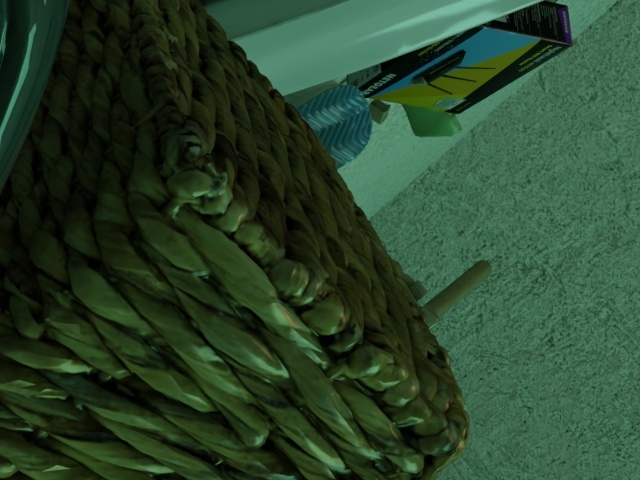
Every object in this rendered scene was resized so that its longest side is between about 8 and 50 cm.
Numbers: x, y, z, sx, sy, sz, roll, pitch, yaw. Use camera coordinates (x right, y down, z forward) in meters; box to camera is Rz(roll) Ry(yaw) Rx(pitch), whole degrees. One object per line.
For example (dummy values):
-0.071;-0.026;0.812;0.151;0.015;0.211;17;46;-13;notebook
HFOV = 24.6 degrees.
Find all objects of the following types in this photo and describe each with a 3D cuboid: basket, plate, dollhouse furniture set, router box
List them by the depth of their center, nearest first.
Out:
-0.090;0.039;0.649;0.223;0.213;0.299;-39;-152;8;basket
0.033;-0.157;0.967;0.278;0.045;0.277;-19;177;7;plate
0.125;-0.175;1.356;0.133;0.046;0.179;6;161;-29;router box
0.065;-0.130;1.533;0.151;0.076;0.058;0;-148;41;dollhouse furniture set

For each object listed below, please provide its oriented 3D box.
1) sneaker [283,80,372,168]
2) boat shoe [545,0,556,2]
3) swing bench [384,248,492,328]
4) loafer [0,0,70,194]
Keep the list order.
-0.075;-0.066;1.160;0.228;0.087;0.092;-21;-157;-24;sneaker
0.176;-0.245;1.425;0.233;0.084;0.079;-34;-177;44;boat shoe
0.000;0.000;1.378;0.165;0.253;0.254;-39;175;20;swing bench
-0.140;0.001;0.442;0.267;0.096;0.084;-53;-177;26;loafer
